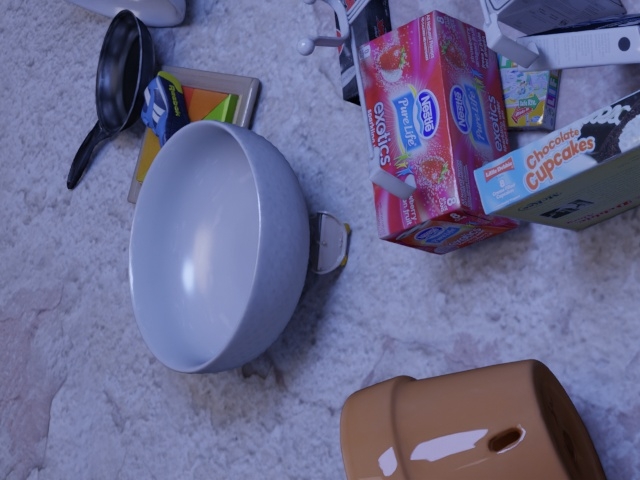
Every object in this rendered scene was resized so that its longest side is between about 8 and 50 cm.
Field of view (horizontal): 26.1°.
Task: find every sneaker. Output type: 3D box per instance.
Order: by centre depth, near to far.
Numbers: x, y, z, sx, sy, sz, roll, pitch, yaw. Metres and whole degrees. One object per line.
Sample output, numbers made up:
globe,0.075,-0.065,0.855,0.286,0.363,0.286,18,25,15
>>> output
sneaker,-0.231,-0.178,2.044,0.059,0.053,0.144,-31,56,33

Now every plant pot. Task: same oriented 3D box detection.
plant pot,0.180,0.257,1.468,0.203,0.291,0.291,-26,62,18

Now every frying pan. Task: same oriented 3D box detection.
frying pan,-0.322,-0.200,2.168,0.197,0.053,0.326,42,122,56

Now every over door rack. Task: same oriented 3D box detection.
over door rack,0.087,-0.250,1.540,0.239,0.108,0.324,-48,45,35

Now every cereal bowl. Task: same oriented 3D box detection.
cereal bowl,-0.121,0.013,1.869,0.339,0.141,0.339,-12,74,51

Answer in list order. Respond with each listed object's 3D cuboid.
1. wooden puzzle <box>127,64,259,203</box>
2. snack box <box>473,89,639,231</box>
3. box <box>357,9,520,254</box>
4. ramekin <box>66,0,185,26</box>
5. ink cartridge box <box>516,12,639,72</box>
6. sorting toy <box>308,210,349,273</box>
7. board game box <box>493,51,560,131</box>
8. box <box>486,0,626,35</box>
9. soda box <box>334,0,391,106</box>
wooden puzzle,-0.200,-0.149,2.068,0.238,0.044,0.221,13,89,44
snack box,0.344,-0.098,1.441,0.322,0.187,0.060,-26,68,36
box,0.139,-0.126,1.648,0.128,0.122,0.257,-21,66,39
ramekin,-0.321,-0.443,2.105,0.277,0.277,0.135,9,78,44
ink cartridge box,0.349,-0.215,1.459,0.208,0.206,0.045,5,106,43
sorting toy,0.000,0.000,1.847,0.075,0.044,0.083,11,97,56
board game box,0.221,-0.185,1.691,0.154,0.026,0.104,1,80,44
box,0.228,-0.371,1.633,0.087,0.169,0.290,-40,54,29
soda box,0.059,-0.266,1.846,0.060,0.053,0.169,-21,65,38
